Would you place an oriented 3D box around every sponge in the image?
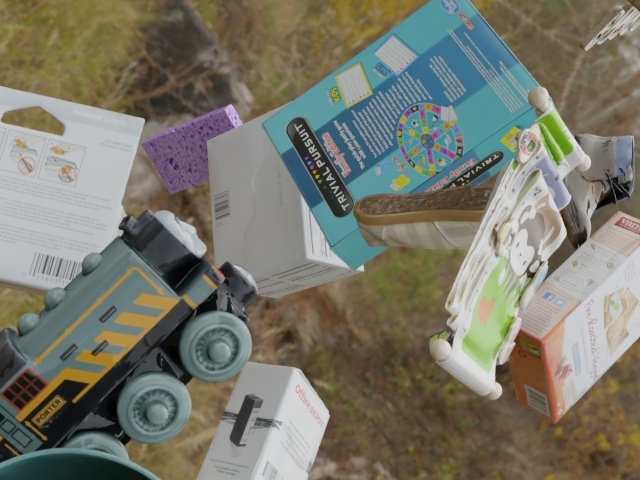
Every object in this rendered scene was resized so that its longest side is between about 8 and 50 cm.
[{"bbox_3d":[-0.224,-0.168,1.929,0.117,0.210,0.031,62,33,-17],"label":"sponge"}]

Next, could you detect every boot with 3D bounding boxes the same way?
[{"bbox_3d":[0.370,-0.076,1.374,0.219,0.106,0.082,-80,156,-46],"label":"boot"}]

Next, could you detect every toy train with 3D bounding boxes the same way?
[{"bbox_3d":[-0.221,0.122,1.070,0.190,0.334,0.142,48,-5,-23],"label":"toy train"}]

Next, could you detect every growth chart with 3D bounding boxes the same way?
[{"bbox_3d":[0.156,0.012,0.833,0.021,0.237,0.172,22,-1,33],"label":"growth chart"}]

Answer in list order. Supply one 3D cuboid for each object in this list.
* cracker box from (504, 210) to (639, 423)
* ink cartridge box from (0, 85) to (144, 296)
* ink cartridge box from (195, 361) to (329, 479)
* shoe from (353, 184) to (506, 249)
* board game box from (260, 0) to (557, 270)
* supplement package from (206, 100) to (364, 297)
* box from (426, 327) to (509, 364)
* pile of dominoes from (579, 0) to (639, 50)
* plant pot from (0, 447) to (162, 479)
[{"bbox_3d":[0.333,0.094,1.287,0.067,0.232,0.155,28,-31,41],"label":"cracker box"},{"bbox_3d":[-0.375,-0.062,1.283,0.060,0.275,0.238,104,-1,-75],"label":"ink cartridge box"},{"bbox_3d":[-0.101,0.381,1.850,0.273,0.114,0.197,-68,149,-29],"label":"ink cartridge box"},{"bbox_3d":[0.149,-0.023,1.220,0.076,0.219,0.058,-62,147,-57],"label":"shoe"},{"bbox_3d":[0.115,-0.157,1.403,0.079,0.336,0.253,43,15,-53],"label":"board game box"},{"bbox_3d":[-0.061,-0.059,1.696,0.145,0.204,0.261,14,64,-47],"label":"supplement package"},{"bbox_3d":[0.307,0.189,1.921,0.114,0.207,0.036,30,56,-22],"label":"box"},{"bbox_3d":[0.407,-0.290,1.147,0.040,0.196,0.251,49,41,13],"label":"pile of dominoes"},{"bbox_3d":[-0.201,0.351,0.945,0.293,0.293,0.235,62,-1,20],"label":"plant pot"}]
